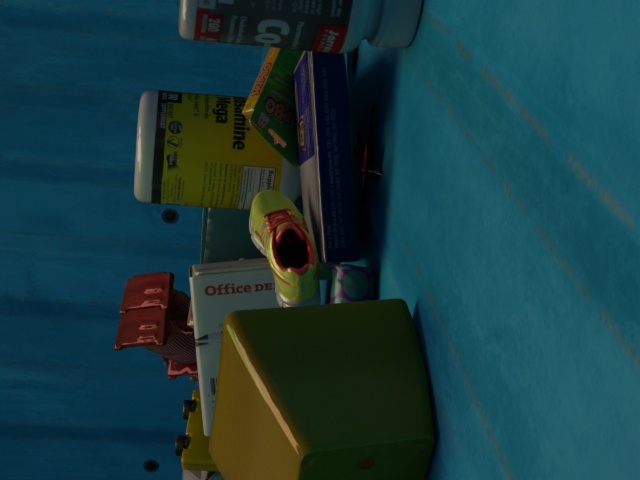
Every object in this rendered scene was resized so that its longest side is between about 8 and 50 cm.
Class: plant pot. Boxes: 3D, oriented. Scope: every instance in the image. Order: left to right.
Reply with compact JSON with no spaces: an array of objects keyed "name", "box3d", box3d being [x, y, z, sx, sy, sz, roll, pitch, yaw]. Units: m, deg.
[{"name":"plant pot","box3d":[-0.146,-0.061,2.308,0.290,0.195,0.290,-175,90,-82]},{"name":"plant pot","box3d":[0.013,0.208,1.175,0.187,0.212,0.212,-120,33,-51]}]

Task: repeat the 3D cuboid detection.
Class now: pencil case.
[{"name":"pencil case","box3d":[0.037,0.108,1.454,0.070,0.064,0.151,-4,81,57]}]

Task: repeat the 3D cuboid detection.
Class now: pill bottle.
[{"name":"pill bottle","box3d":[-0.136,-0.145,1.821,0.188,0.334,0.188,-176,90,-81]},{"name":"pill bottle","box3d":[-0.026,-0.312,1.334,0.161,0.283,0.161,-176,90,-81]}]

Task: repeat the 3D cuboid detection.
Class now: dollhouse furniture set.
[{"name":"dollhouse furniture set","box3d":[-0.183,0.152,2.091,0.201,0.374,0.152,40,-132,-52]}]

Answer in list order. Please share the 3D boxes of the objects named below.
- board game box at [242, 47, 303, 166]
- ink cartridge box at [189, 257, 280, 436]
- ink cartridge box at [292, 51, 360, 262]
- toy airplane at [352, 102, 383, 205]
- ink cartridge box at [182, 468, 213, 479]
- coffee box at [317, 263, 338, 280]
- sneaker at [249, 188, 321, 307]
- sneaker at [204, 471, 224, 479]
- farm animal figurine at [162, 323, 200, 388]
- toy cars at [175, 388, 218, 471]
[{"name":"board game box","box3d":[-0.040,-0.250,1.731,0.039,0.124,0.259,-9,51,40]},{"name":"ink cartridge box","box3d":[-0.108,0.168,1.814,0.114,0.197,0.272,-131,36,-78]},{"name":"ink cartridge box","box3d":[0.011,-0.118,1.557,0.307,0.072,0.303,173,94,-83]},{"name":"toy airplane","box3d":[0.061,-0.110,1.521,0.151,0.028,0.151,-178,90,-82]},{"name":"ink cartridge box","box3d":[-0.157,0.370,2.103,0.261,0.066,0.296,-47,-13,-27]},{"name":"coffee box","box3d":[0.000,0.000,1.831,0.184,0.040,0.113,-135,50,-79]},{"name":"sneaker","box3d":[-0.045,-0.004,1.511,0.094,0.081,0.208,88,162,-51]},{"name":"sneaker","box3d":[-0.091,0.446,1.976,0.295,0.178,0.124,-43,-16,-34]},{"name":"farm animal figurine","box3d":[-0.190,0.272,2.411,0.327,0.330,0.172,15,99,52]},{"name":"toy cars","box3d":[-0.123,0.388,1.827,0.394,0.176,0.087,33,133,40]}]
